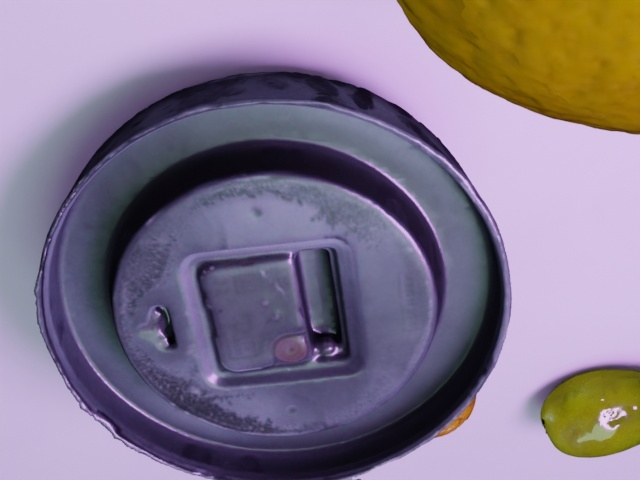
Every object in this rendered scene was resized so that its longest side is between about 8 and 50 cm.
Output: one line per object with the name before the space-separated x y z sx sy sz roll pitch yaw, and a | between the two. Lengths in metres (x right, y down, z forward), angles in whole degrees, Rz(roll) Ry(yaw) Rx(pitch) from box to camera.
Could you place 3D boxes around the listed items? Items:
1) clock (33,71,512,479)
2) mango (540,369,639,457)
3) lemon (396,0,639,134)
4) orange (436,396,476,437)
clock | -0.029 0.037 0.678 0.312 0.061 0.313 -1 122 -1
mango | 0.299 0.167 0.993 0.165 0.074 0.091 -12 137 -5
lemon | 0.151 -0.170 0.446 0.267 0.267 0.267 -9 139 -8
orange | 0.096 0.135 0.894 0.083 0.070 0.083 -17 136 -17
